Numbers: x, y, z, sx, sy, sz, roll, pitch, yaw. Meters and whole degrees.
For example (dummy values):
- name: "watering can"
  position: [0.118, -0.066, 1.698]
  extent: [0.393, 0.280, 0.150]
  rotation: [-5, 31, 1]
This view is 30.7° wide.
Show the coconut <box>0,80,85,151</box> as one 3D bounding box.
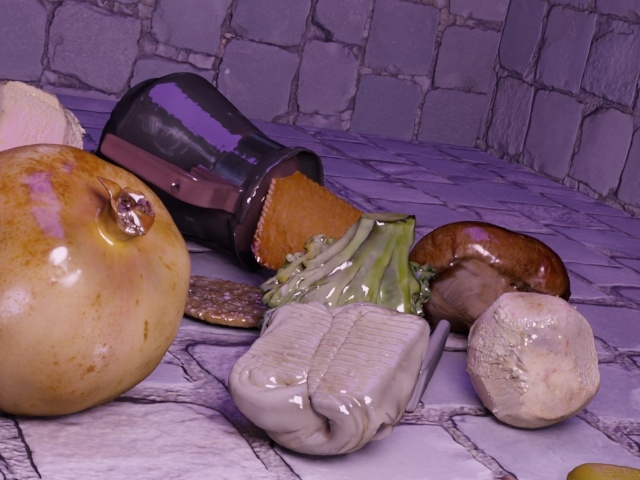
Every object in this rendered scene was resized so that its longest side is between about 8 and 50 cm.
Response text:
- name: "coconut"
  position: [-0.510, -0.121, 1.936]
  extent: [0.233, 0.245, 0.233]
  rotation: [3, -19, 1]

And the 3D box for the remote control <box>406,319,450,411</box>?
- name: "remote control"
  position: [0.148, 0.171, 1.640]
  extent: [0.029, 0.067, 0.261]
  rotation: [18, 15, 10]

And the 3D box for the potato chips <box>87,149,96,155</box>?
- name: "potato chips"
  position: [-0.506, -0.131, 2.341]
  extent: [0.358, 0.070, 0.429]
  rotation: [8, 12, -2]

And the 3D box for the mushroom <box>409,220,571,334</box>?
- name: "mushroom"
  position: [0.247, 0.089, 1.826]
  extent: [0.267, 0.267, 0.254]
  rotation: [19, 46, 27]

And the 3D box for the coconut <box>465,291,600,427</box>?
- name: "coconut"
  position: [0.285, 0.158, 1.576]
  extent: [0.194, 0.194, 0.194]
  rotation: [11, 13, -3]

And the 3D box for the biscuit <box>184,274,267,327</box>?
- name: "biscuit"
  position: [-0.148, 0.093, 1.790]
  extent: [0.220, 0.033, 0.220]
  rotation: [12, 12, -2]

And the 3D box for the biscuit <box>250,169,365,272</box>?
- name: "biscuit"
  position: [0.000, 0.000, 1.917]
  extent: [0.232, 0.013, 0.237]
  rotation: [32, 43, -18]

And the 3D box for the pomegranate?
- name: "pomegranate"
  position: [-0.291, 0.037, 1.290]
  extent: [0.319, 0.319, 0.319]
  rotation: [11, 13, -3]

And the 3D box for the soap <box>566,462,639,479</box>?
- name: "soap"
  position: [0.360, 0.294, 1.366]
  extent: [0.140, 0.045, 0.089]
  rotation: [10, 10, -6]

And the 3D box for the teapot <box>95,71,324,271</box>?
- name: "teapot"
  position: [-0.208, -0.120, 2.055]
  extent: [0.362, 0.305, 0.376]
  rotation: [26, 9, 25]

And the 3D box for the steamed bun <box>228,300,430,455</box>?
- name: "steamed bun"
  position: [0.015, 0.173, 1.379]
  extent: [0.211, 0.144, 0.218]
  rotation: [9, 42, 22]

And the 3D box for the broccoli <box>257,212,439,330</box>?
- name: "broccoli"
  position: [0.044, 0.052, 1.656]
  extent: [0.248, 0.245, 0.288]
  rotation: [17, 19, 3]
